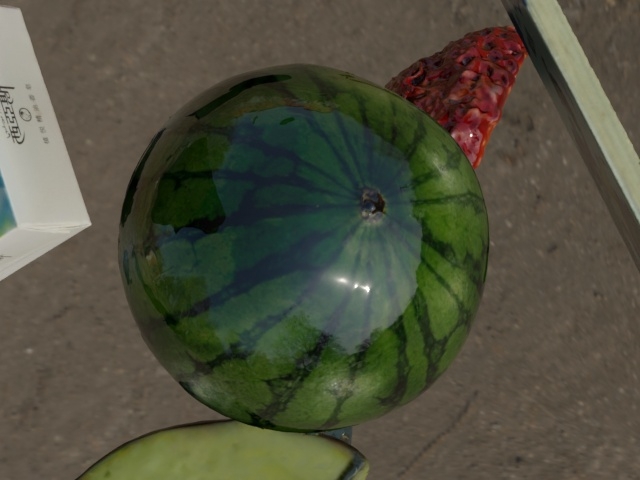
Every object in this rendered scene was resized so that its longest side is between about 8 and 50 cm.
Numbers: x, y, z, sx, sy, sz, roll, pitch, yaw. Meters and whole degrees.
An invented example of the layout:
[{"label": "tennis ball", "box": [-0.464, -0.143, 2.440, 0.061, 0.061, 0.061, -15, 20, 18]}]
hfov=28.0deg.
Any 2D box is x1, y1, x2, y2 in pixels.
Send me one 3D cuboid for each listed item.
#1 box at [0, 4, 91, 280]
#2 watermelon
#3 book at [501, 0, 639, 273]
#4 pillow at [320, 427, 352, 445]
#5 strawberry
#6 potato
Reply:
[{"label": "box", "box": [-0.397, -0.099, 1.427, 0.203, 0.116, 0.274, -27, 77, 33]}, {"label": "watermelon", "box": [0.000, 0.000, 0.344, 0.106, 0.062, 0.105, 2, 83, -13]}, {"label": "book", "box": [0.145, -0.099, 0.775, 0.018, 0.228, 0.322, -27, 83, 8]}, {"label": "pillow", "box": [-0.016, 0.217, 1.281, 0.034, 0.189, 0.255, 30, 129, 22]}, {"label": "strawberry", "box": [0.100, -0.120, 1.171, 0.111, 0.190, 0.236, 29, 60, -1]}, {"label": "potato", "box": [-0.054, 0.136, 0.499, 0.081, 0.120, 0.149, 36, 69, 23]}]
